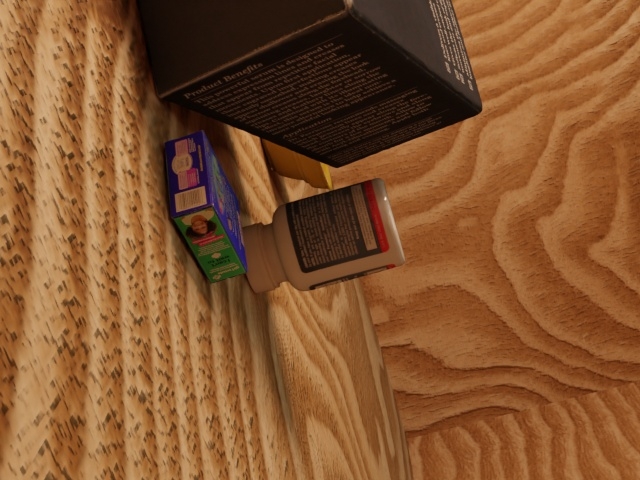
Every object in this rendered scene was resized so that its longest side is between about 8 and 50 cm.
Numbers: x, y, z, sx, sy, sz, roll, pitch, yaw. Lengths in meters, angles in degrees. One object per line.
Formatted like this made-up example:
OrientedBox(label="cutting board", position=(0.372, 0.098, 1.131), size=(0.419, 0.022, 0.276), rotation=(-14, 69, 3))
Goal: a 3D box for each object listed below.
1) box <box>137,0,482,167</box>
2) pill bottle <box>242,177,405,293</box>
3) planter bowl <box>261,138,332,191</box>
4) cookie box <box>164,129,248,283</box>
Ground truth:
OrientedBox(label="box", position=(-0.011, -0.276, 1.031), size=(0.395, 0.212, 0.293), rotation=(14, 59, -63))
OrientedBox(label="pill bottle", position=(0.000, 0.000, 1.108), size=(0.108, 0.180, 0.107), rotation=(-15, 90, -86))
OrientedBox(label="planter bowl", position=(-0.051, -0.176, 1.610), size=(0.217, 0.090, 0.217), rotation=(-15, 90, -86))
OrientedBox(label="cookie box", position=(-0.103, -0.029, 0.855), size=(0.107, 0.040, 0.091), rotation=(68, 8, -52))
